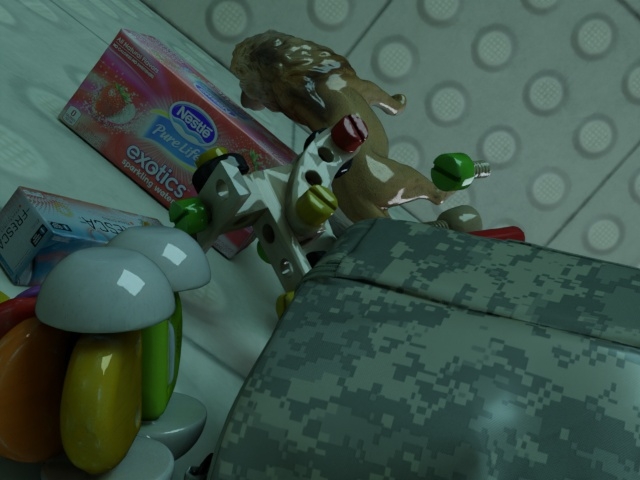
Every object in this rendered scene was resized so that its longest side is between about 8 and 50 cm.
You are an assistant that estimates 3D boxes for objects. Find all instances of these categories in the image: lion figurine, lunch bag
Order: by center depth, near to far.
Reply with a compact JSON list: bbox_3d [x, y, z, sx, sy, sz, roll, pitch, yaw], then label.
[{"bbox_3d":[0.094,0.140,0.531,0.305,0.212,0.256,14,33,19],"label":"lunch bag"},{"bbox_3d":[0.042,-0.122,0.997,0.240,0.142,0.392,15,32,-44],"label":"lion figurine"}]

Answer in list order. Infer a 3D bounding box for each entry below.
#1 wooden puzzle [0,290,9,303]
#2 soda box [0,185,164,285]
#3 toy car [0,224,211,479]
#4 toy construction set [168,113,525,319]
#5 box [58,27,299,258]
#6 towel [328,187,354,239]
[{"bbox_3d":[-0.275,0.024,0.530,0.116,0.014,0.078,36,8,-17],"label":"wooden puzzle"},{"bbox_3d":[-0.203,0.007,0.697,0.063,0.058,0.183,46,14,25],"label":"soda box"},{"bbox_3d":[-0.147,0.075,0.483,0.136,0.159,0.182,4,11,6],"label":"toy car"},{"bbox_3d":[0.000,0.000,0.750,0.237,0.257,0.309,-8,2,-40],"label":"toy construction set"},{"bbox_3d":[-0.176,-0.134,1.063,0.300,0.154,0.142,40,12,0],"label":"box"},{"bbox_3d":[0.144,0.048,1.406,0.332,0.053,0.317,41,-5,11],"label":"towel"}]
